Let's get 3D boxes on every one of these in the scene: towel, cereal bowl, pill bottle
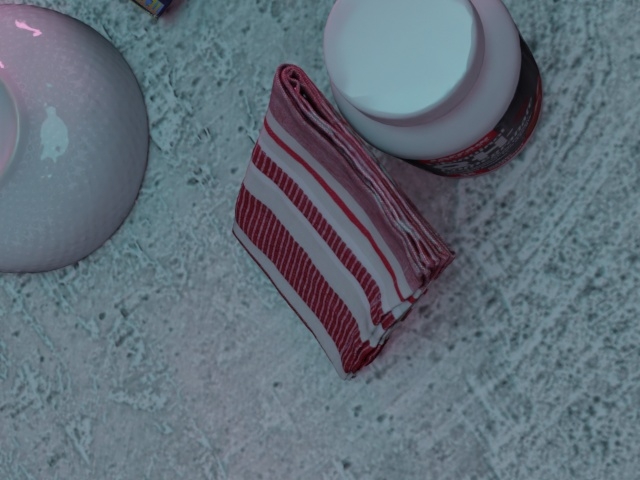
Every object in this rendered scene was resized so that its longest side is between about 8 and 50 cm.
[{"bbox_3d":[0.000,0.000,1.065,0.037,0.329,0.237,-32,76,-25],"label":"towel"},{"bbox_3d":[-0.387,-0.126,1.267,0.339,0.141,0.338,-1,88,18],"label":"cereal bowl"},{"bbox_3d":[0.110,-0.158,1.006,0.176,0.318,0.176,-1,88,18],"label":"pill bottle"}]

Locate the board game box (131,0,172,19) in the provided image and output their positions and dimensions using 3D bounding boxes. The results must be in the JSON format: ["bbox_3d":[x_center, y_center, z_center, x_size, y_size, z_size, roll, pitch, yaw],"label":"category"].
[{"bbox_3d":[-0.215,-0.364,1.219,0.170,0.048,0.141,37,103,-19],"label":"board game box"}]
